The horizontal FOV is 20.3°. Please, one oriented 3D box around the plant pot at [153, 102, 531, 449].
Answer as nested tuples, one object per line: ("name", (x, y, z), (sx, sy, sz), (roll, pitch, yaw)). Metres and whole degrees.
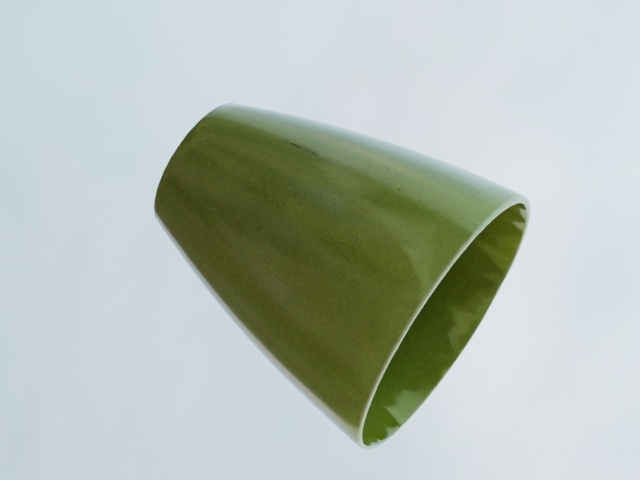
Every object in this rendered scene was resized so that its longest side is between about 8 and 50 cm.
("plant pot", (0.000, 0.000, 1.672), (0.293, 0.275, 0.275), (34, -56, 16))
